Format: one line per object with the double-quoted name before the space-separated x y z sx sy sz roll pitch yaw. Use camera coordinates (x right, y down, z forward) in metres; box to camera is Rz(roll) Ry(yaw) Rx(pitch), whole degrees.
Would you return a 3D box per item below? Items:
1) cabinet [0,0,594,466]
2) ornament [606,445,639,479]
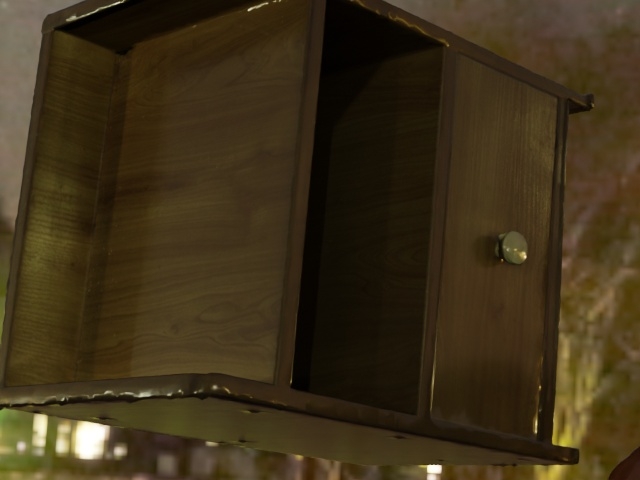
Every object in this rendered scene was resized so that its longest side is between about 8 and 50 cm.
"cabinet" 0.000 0.000 0.661 0.215 0.175 0.148 17 -17 -41
"ornament" 0.228 0.180 0.606 0.221 0.217 0.235 -19 33 2
